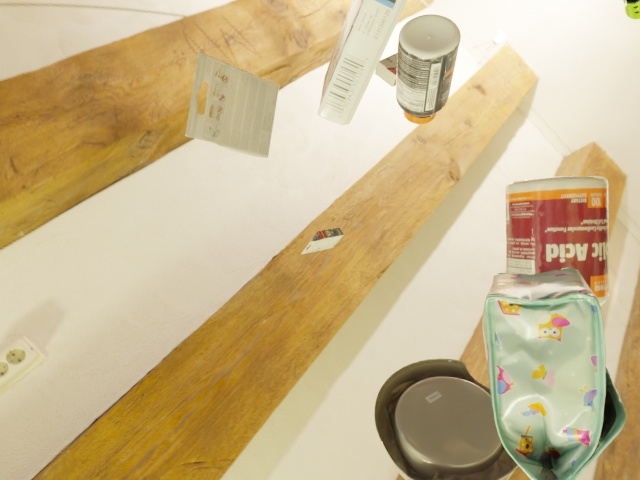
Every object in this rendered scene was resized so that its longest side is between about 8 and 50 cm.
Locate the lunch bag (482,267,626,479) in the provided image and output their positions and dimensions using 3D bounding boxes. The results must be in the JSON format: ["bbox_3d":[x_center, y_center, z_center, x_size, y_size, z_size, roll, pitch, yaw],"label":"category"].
[{"bbox_3d":[0.326,0.184,0.633,0.223,0.160,0.261,-9,-88,-64],"label":"lunch bag"}]

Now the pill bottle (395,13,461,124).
[{"bbox_3d":[0.241,-0.381,1.026,0.131,0.245,0.130,-3,-114,6],"label":"pill bottle"}]

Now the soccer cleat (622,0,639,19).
[{"bbox_3d":[0.479,-0.424,0.651,0.072,0.060,0.178,0,-89,-48],"label":"soccer cleat"}]

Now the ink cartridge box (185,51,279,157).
[{"bbox_3d":[-0.203,-0.298,1.001,0.225,0.056,0.180,5,-83,-45],"label":"ink cartridge box"}]

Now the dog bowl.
[{"bbox_3d":[0.305,0.445,1.054,0.349,0.349,0.102,-33,-52,-37],"label":"dog bowl"}]

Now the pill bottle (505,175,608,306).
[{"bbox_3d":[0.576,0.047,1.083,0.224,0.224,0.391,-3,-87,-31],"label":"pill bottle"}]

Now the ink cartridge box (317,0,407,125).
[{"bbox_3d":[0.057,-0.267,0.516,0.045,0.206,0.208,20,-145,-9],"label":"ink cartridge box"}]

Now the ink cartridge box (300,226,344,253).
[{"bbox_3d":[0.000,0.000,1.148,0.115,0.063,0.029,-10,-118,-40],"label":"ink cartridge box"}]

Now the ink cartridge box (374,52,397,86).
[{"bbox_3d":[0.285,-0.636,1.630,0.135,0.056,0.099,-33,-114,-26],"label":"ink cartridge box"}]
